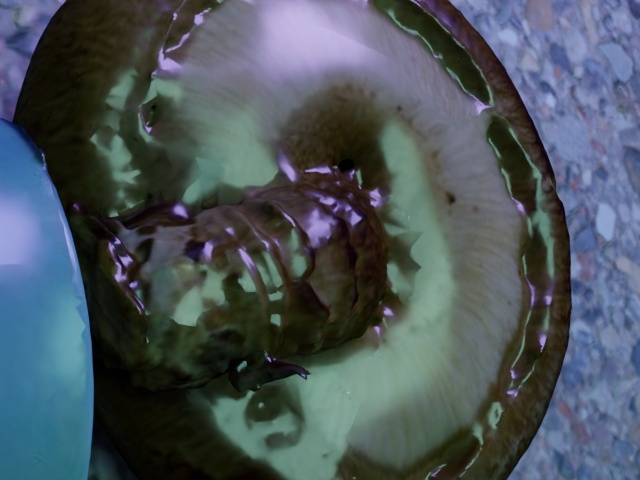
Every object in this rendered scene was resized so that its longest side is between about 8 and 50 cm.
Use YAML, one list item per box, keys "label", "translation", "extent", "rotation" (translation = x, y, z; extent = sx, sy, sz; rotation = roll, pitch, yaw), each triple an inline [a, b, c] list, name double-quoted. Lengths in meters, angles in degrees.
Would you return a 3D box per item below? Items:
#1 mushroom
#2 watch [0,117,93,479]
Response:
- label: "mushroom"
  translation: [-0.013, 0.005, 0.528]
  extent: [0.278, 0.163, 0.297]
  rotation: [-21, 91, -47]
- label: "watch"
  translation: [-0.159, 0.034, 0.385]
  extent: [0.211, 0.193, 0.211]
  rotation: [10, 73, -36]
